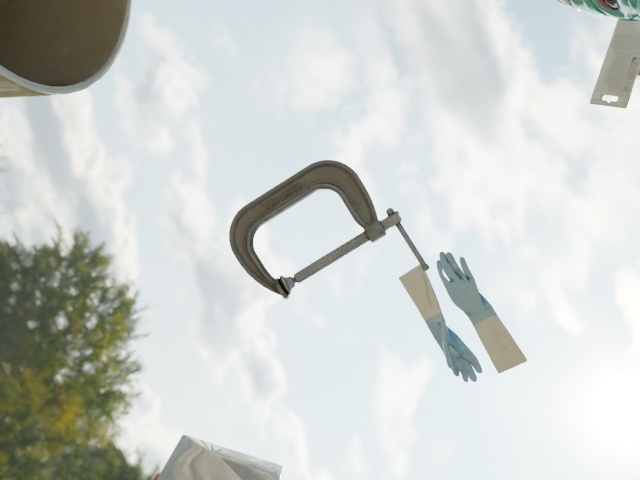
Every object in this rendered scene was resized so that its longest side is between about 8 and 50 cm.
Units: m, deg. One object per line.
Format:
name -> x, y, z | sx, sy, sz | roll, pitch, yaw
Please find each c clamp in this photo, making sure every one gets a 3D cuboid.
c clamp -> 0.000, 0.000, 0.934 | 0.137, 0.161, 0.022 | 64, 7, 1

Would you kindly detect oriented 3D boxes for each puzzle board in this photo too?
puzzle board -> -0.085, 0.205, 0.848 | 0.128, 0.096, 0.011 | -70, 177, -80

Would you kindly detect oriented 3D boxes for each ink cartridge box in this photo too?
ink cartridge box -> 0.347, -0.200, 1.111 | 0.063, 0.029, 0.115 | 26, -82, 61

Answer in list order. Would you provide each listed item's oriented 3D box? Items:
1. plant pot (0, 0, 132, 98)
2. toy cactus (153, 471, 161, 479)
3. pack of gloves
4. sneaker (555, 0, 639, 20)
plant pot -> -0.324, -0.207, 0.733 | 0.274, 0.256, 0.256 | -9, -69, 24
toy cactus -> -0.163, 0.297, 0.881 | 0.219, 0.181, 0.112 | 20, -62, 47
pack of gloves -> 0.227, 0.140, 1.719 | 0.232, 0.046, 0.195 | 59, -31, 6
sneaker -> 0.277, -0.312, 0.890 | 0.178, 0.124, 0.295 | 37, -20, 42
